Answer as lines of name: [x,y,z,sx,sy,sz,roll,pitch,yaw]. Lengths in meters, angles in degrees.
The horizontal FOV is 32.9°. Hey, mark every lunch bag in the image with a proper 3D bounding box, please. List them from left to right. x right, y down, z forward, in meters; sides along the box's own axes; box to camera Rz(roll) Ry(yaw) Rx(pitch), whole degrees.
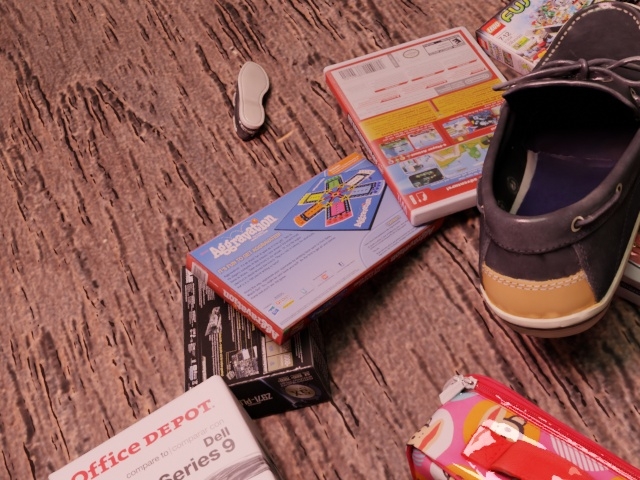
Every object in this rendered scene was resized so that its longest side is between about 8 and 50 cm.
lunch bag: [0.208,0.240,0.906,0.293,0.258,0.120,30,69,34]

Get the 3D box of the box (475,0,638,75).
box: [0.315,-0.298,1.409,0.207,0.036,0.114,-41,52,-12]

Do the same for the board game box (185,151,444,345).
board game box: [0.000,0.000,1.219,0.145,0.027,0.281,38,49,23]

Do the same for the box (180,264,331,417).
box: [-0.075,0.102,1.224,0.147,0.077,0.180,-15,51,8]

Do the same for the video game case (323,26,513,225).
video game case: [0.148,-0.151,1.339,0.204,0.025,0.285,-18,50,-11]

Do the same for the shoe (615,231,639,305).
shoe: [0.338,0.016,1.156,0.178,0.063,0.081,32,66,31]

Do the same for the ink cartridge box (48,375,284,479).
ink cartridge box: [-0.117,0.309,1.058,0.211,0.121,0.289,-31,50,-5]

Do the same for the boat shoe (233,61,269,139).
boat shoe: [-0.097,-0.190,1.473,0.046,0.038,0.125,15,50,-23]

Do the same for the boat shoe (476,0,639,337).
boat shoe: [0.279,-0.124,1.158,0.186,0.156,0.500,3,45,27]
